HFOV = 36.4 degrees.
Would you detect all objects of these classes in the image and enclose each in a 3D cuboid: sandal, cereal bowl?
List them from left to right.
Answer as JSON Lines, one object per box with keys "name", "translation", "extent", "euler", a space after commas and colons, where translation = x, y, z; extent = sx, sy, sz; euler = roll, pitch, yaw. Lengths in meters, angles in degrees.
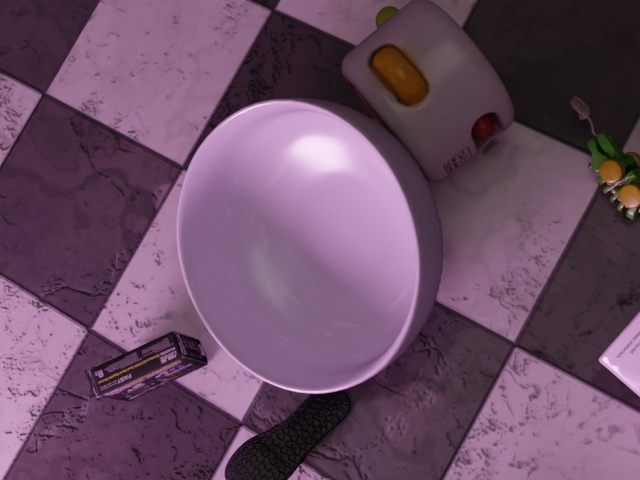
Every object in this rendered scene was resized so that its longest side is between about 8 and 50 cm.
{"name": "sandal", "translation": [-0.037, 0.246, 1.193], "extent": [0.179, 0.040, 0.067], "euler": [-38, 77, -12]}
{"name": "cereal bowl", "translation": [0.000, 0.000, 1.150], "extent": [0.339, 0.141, 0.339], "euler": [6, 102, 32]}

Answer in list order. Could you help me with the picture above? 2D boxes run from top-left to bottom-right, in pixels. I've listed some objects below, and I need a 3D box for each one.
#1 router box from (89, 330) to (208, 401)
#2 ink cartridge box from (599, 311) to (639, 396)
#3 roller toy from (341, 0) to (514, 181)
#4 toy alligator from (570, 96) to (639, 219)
{"name": "router box", "translation": [-0.214, 0.159, 1.222], "extent": [0.122, 0.092, 0.038], "euler": [-26, 73, 7]}
{"name": "ink cartridge box", "translation": [0.453, 0.148, 0.993], "extent": [0.273, 0.198, 0.115], "euler": [43, 126, 18]}
{"name": "roller toy", "translation": [0.122, -0.172, 1.156], "extent": [0.146, 0.209, 0.191], "euler": [-39, 113, 4]}
{"name": "toy alligator", "translation": [0.347, -0.085, 1.161], "extent": [0.190, 0.056, 0.051], "euler": [55, 135, 18]}
